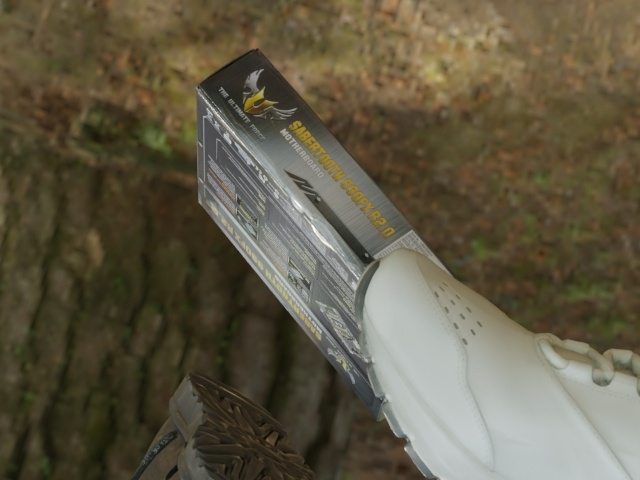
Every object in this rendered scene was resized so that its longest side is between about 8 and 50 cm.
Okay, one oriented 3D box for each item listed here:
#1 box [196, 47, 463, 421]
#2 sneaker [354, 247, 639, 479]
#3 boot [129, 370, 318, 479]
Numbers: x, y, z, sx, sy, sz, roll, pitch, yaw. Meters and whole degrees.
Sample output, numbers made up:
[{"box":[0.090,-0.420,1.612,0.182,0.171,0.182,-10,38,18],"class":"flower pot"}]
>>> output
[{"box":[0.000,0.000,1.257,0.231,0.056,0.183,50,162,19],"class":"box"},{"box":[0.144,0.097,0.821,0.297,0.111,0.129,40,112,-4],"class":"sneaker"},{"box":[-0.162,0.358,1.436,0.146,0.445,0.367,32,-175,-10],"class":"boot"}]
